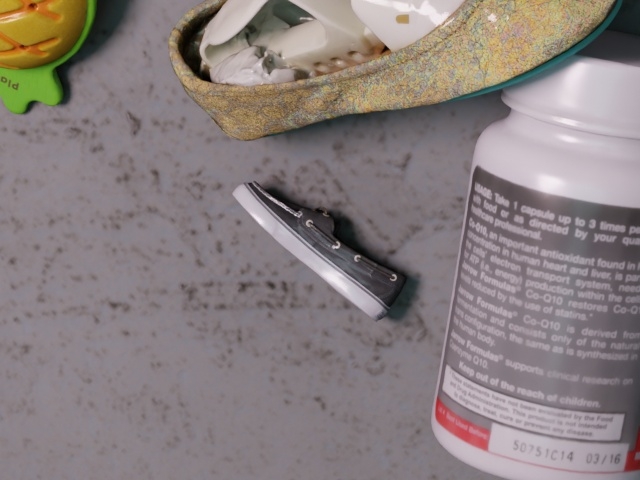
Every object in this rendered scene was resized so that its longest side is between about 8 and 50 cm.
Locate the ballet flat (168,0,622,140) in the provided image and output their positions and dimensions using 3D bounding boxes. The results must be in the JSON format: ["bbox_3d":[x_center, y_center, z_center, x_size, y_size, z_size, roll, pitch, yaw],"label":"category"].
[{"bbox_3d":[0.030,-0.143,1.279,0.348,0.123,0.123,-12,100,44],"label":"ballet flat"}]

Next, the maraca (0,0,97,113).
[{"bbox_3d":[-0.224,-0.169,1.422,0.127,0.099,0.185,25,133,5],"label":"maraca"}]

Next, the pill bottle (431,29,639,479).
[{"bbox_3d":[0.172,0.009,1.313,0.161,0.161,0.283,12,106,13],"label":"pill bottle"}]

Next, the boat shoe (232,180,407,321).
[{"bbox_3d":[0.000,0.000,1.425,0.142,0.049,0.040,40,91,2],"label":"boat shoe"}]
